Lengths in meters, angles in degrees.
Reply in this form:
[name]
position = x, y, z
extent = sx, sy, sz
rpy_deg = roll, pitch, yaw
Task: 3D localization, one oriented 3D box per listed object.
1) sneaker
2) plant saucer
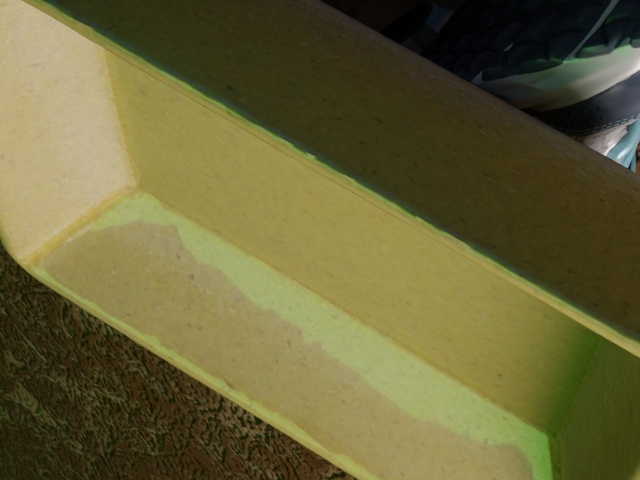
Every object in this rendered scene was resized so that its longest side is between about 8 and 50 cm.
[sneaker]
position = 0.097, -0.053, 0.699
extent = 0.122, 0.110, 0.283
rpy_deg = 43, 159, -13
[plant saucer]
position = 0.000, 0.000, 0.701
extent = 0.333, 0.081, 0.333
rpy_deg = 31, 160, 12
